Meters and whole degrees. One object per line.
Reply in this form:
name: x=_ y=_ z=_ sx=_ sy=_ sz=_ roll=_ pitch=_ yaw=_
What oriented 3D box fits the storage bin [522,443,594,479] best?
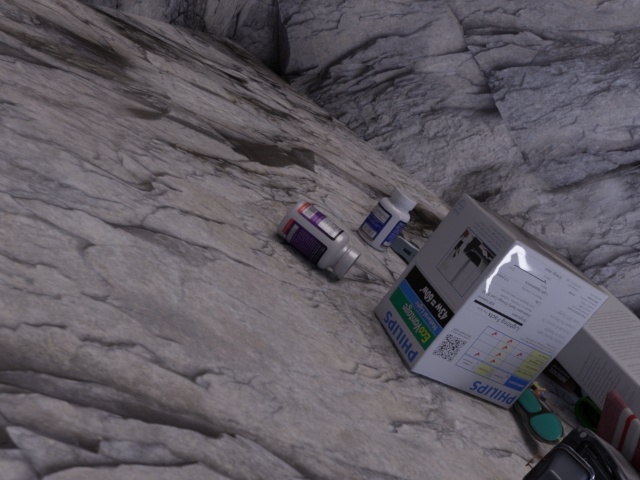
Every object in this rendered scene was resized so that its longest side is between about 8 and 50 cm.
storage bin: x=0.413 y=0.446 z=1.182 sx=0.098 sy=0.135 sz=0.091 roll=45 pitch=28 yaw=24

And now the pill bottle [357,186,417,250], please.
pill bottle: x=0.212 y=-0.070 z=2.023 sx=0.112 sy=0.187 sz=0.112 roll=34 pitch=17 yaw=-12

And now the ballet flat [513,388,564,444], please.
ballet flat: x=0.507 y=0.421 z=1.508 sx=0.213 sy=0.072 sz=0.068 roll=-108 pitch=-176 yaw=-69

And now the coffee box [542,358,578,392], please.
coffee box: x=0.773 y=0.373 z=2.114 sx=0.141 sy=0.098 sz=0.246 roll=38 pitch=17 yaw=5

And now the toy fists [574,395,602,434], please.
toy fists: x=0.832 y=0.543 z=1.795 sx=0.142 sy=0.096 sz=0.279 roll=5 pitch=32 yaw=-32

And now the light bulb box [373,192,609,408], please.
light bulb box: x=0.387 y=0.148 z=1.502 sx=0.358 sy=0.361 sz=0.225 roll=26 pitch=18 yaw=-31

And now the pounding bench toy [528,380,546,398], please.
pounding bench toy: x=0.540 y=0.388 z=1.697 sx=0.083 sy=0.052 sz=0.065 roll=17 pitch=26 yaw=-47

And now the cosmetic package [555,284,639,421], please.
cosmetic package: x=0.840 y=0.332 z=1.862 sx=0.230 sy=0.161 sz=0.453 roll=-3 pitch=36 yaw=-22

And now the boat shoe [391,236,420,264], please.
boat shoe: x=0.314 y=0.052 z=2.111 sx=0.083 sy=0.065 sz=0.183 roll=12 pitch=29 yaw=-51

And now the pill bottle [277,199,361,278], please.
pill bottle: x=0.000 y=0.000 z=1.561 sx=0.193 sy=0.108 sz=0.108 roll=40 pitch=17 yaw=7

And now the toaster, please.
toaster: x=0.603 y=0.514 z=1.369 sx=0.146 sy=0.129 sz=0.227 roll=31 pitch=16 yaw=-26

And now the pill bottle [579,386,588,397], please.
pill bottle: x=0.917 y=0.443 z=2.071 sx=0.181 sy=0.181 sz=0.323 roll=38 pitch=17 yaw=4

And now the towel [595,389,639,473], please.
towel: x=0.704 y=0.521 z=1.408 sx=0.037 sy=0.237 sz=0.329 roll=-6 pitch=30 yaw=-9
